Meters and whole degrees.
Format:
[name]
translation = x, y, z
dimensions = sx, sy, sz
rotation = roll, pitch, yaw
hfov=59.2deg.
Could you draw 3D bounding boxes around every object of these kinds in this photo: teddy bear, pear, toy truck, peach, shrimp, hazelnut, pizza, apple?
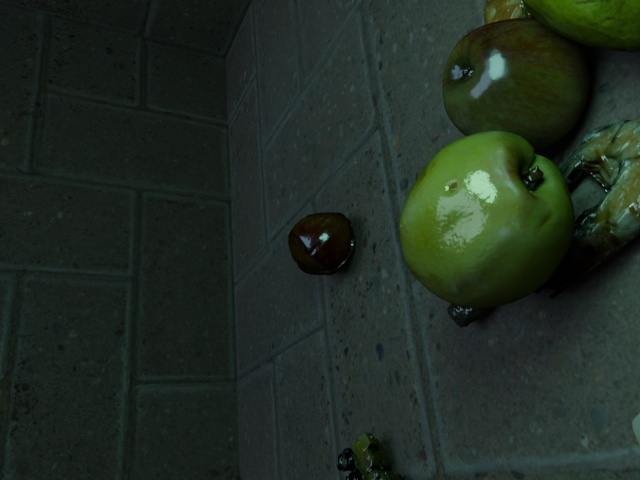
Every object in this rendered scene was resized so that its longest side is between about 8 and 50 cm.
[teddy bear]
translation = 0.314, 0.074, 1.244
dimensions = 0.140, 0.177, 0.190
rotation = -29, 44, 4
[pear]
translation = 0.461, -0.438, 0.887
dimensions = 0.375, 0.287, 0.287
rotation = 63, 145, 12
[toy truck]
translation = 0.155, 0.635, 1.463
dimensions = 0.127, 0.127, 0.257
rotation = -56, 35, 20
[peach]
translation = 0.292, -0.028, 1.003
dimensions = 0.281, 0.314, 0.316
rotation = 38, 126, 13
[shrimp]
translation = 0.474, -0.057, 1.016
dimensions = 0.233, 0.071, 0.365
rotation = -96, 25, -43
[hazelnut]
translation = 0.000, 0.000, 1.820
dimensions = 0.234, 0.218, 0.218
rotation = -17, 69, 63
[pizza]
translation = 0.417, -0.487, 1.229
dimensions = 0.161, 0.062, 0.182
rotation = 113, 155, -45
[apple]
translation = 0.368, -0.299, 1.087
dimensions = 0.257, 0.234, 0.257
rotation = -31, 54, 56

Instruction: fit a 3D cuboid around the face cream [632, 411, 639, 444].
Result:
[face cream]
translation = 0.572, 0.202, 0.726
dimensions = 0.348, 0.081, 0.173
rotation = -66, 31, 34
